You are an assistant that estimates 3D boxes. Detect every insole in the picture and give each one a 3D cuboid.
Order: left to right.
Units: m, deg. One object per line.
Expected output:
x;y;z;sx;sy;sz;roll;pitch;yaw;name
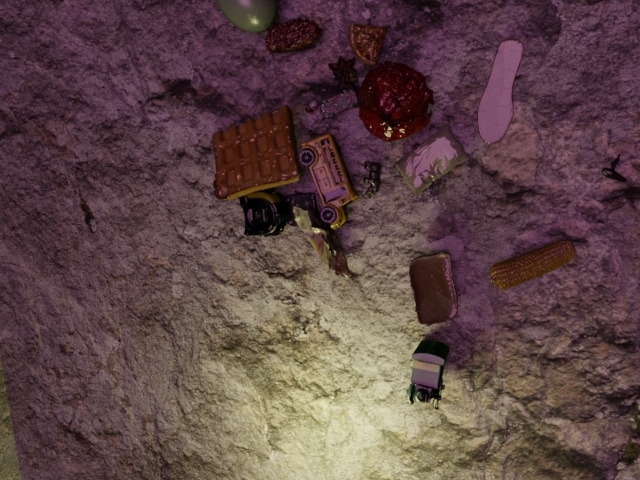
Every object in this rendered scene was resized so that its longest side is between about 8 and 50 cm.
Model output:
0.604;-0.499;1.785;0.119;0.009;0.348;14;103;15;insole

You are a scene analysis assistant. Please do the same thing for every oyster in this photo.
0.009;-0.007;1.967;0.100;0.271;0.275;-35;51;-2;oyster

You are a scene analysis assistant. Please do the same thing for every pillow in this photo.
0.389;-0.279;1.866;0.230;0.050;0.148;-36;91;16;pillow

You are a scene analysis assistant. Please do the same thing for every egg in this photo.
-0.271;-0.877;1.897;0.203;0.203;0.282;-35;83;19;egg

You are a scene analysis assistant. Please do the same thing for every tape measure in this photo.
-0.216;-0.110;2.040;0.186;0.112;0.198;-3;102;26;tape measure

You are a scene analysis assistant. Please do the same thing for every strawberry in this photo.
0.245;-0.464;1.793;0.274;0.220;0.274;4;104;18;strawberry

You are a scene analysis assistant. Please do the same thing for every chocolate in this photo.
0.400;0.170;1.914;0.161;0.083;0.261;-8;97;1;chocolate

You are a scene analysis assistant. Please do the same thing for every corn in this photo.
0.715;0.079;1.796;0.292;0.101;0.101;-27;90;16;corn

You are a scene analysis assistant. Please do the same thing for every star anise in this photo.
0.098;-0.575;1.895;0.097;0.070;0.190;-18;72;-9;star anise

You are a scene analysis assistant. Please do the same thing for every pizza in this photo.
0.167;-0.707;1.869;0.134;0.046;0.175;-39;85;19;pizza

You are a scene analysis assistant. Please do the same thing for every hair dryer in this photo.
0.958;-0.235;1.710;0.079;0.031;0.083;24;97;2;hair dryer

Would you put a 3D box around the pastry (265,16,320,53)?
-0.098;-0.735;1.920;0.209;0.097;0.115;-6;93;20;pastry

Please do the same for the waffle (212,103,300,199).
-0.245;-0.320;1.992;0.348;0.077;0.304;-14;75;19;waffle

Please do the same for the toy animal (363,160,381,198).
0.187;-0.219;1.939;0.065;0.047;0.135;5;94;8;toy animal

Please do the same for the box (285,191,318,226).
-0.073;-0.118;2.045;0.125;0.027;0.126;-4;97;18;box

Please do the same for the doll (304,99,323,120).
-0.022;-0.479;1.970;0.058;0.040;0.085;-27;89;9;doll

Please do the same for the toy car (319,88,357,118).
0.066;-0.493;1.929;0.142;0.055;0.069;-27;87;-1;toy car

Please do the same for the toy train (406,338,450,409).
0.376;0.465;1.859;0.120;0.301;0.202;8;92;17;toy train

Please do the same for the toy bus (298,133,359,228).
0.040;-0.212;1.933;0.151;0.145;0.331;-21;90;10;toy bus
